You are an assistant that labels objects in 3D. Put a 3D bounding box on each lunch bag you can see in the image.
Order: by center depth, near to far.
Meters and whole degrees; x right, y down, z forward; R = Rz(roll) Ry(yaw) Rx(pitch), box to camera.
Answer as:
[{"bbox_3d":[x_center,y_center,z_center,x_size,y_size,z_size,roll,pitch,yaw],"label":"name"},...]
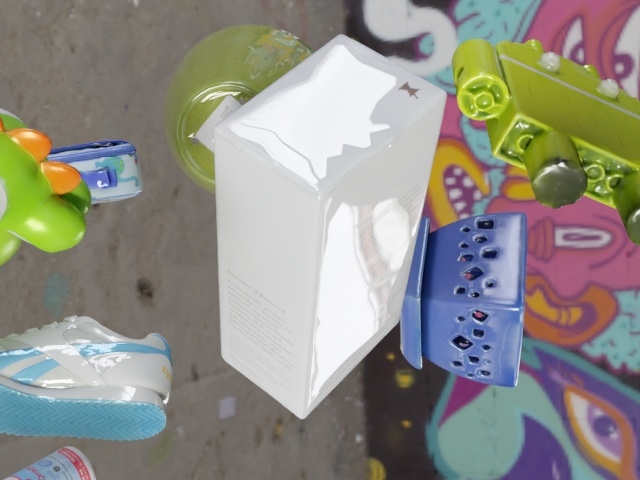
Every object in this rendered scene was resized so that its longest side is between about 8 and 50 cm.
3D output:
[{"bbox_3d":[-0.367,-0.086,1.358,0.176,0.219,0.090,-167,-113,-72],"label":"lunch bag"}]

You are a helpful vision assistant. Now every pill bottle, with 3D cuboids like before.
[{"bbox_3d":[-0.414,0.371,1.389,0.160,0.087,0.087,-25,111,-49],"label":"pill bottle"}]

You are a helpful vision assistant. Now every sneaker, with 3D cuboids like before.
[{"bbox_3d":[-0.247,0.118,0.859,0.087,0.229,0.092,105,-8,-47],"label":"sneaker"}]

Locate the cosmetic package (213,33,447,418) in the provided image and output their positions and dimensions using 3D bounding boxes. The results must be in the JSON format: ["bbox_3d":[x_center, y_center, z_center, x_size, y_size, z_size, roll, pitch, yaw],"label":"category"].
[{"bbox_3d":[0.000,0.000,1.207,0.230,0.161,0.453,-41,154,-32],"label":"cosmetic package"}]

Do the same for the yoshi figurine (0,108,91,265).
[{"bbox_3d":[-0.385,-0.072,0.830,0.362,0.203,0.203,32,77,-30],"label":"yoshi figurine"}]

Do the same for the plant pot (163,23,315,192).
[{"bbox_3d":[-0.113,-0.170,1.365,0.293,0.275,0.274,-80,162,-77],"label":"plant pot"}]

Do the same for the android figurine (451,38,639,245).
[{"bbox_3d":[0.225,-0.101,0.830,0.273,0.248,0.056,-80,-165,-56],"label":"android figurine"}]

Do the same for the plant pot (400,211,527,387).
[{"bbox_3d":[0.252,0.098,1.694,0.236,0.212,0.236,83,15,-46],"label":"plant pot"}]
